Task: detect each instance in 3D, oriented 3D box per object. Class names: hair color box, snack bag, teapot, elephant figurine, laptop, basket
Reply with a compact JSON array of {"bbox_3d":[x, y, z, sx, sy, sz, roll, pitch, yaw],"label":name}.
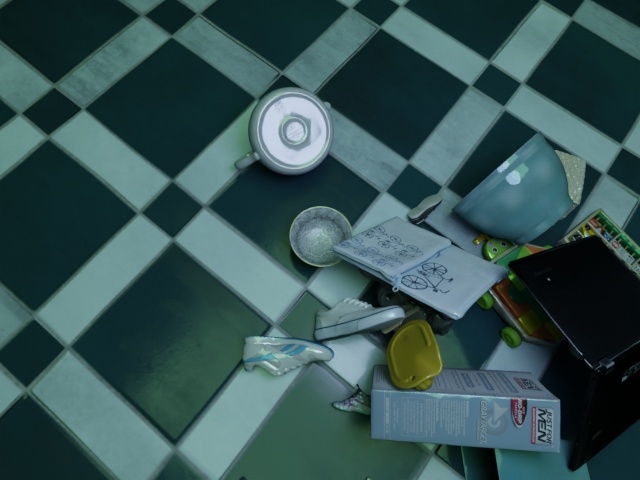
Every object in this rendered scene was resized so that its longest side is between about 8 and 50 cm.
[{"bbox_3d":[0.303,0.365,0.969,0.373,0.185,0.114,0,91,9],"label":"hair color box"},{"bbox_3d":[0.250,0.048,1.051,0.342,0.037,0.322,29,32,31],"label":"snack bag"},{"bbox_3d":[-0.096,-0.302,1.232,0.255,0.187,0.253,9,97,-18],"label":"teapot"},{"bbox_3d":[0.216,0.149,1.094,0.239,0.169,0.186,-1,80,2],"label":"elephant figurine"},{"bbox_3d":[0.639,0.240,1.042,0.381,0.236,0.409,-12,112,-30],"label":"laptop"},{"bbox_3d":[0.696,-0.164,1.271,0.113,0.103,0.168,19,71,4],"label":"basket"}]

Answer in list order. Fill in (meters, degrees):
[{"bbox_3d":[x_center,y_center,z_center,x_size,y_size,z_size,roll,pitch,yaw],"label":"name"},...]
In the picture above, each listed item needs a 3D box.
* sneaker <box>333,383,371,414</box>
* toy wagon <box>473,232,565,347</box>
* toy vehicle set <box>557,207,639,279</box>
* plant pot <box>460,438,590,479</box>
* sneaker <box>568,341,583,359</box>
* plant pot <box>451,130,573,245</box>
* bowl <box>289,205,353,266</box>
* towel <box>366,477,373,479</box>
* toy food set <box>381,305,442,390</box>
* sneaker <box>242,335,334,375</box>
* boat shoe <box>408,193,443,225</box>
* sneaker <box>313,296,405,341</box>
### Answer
[{"bbox_3d":[0.082,0.390,1.075,0.098,0.038,0.069,13,69,-9],"label":"sneaker"},{"bbox_3d":[0.552,0.113,1.184,0.267,0.068,0.345,-30,75,-13],"label":"toy wagon"},{"bbox_3d":[0.835,0.055,1.240,0.165,0.035,0.267,-35,77,-15],"label":"toy vehicle set"},{"bbox_3d":[0.473,0.526,0.989,0.233,0.165,0.166,0,71,-9],"label":"plant pot"},{"bbox_3d":[0.718,0.242,1.146,0.057,0.075,0.161,37,72,9],"label":"sneaker"},{"bbox_3d":[0.526,-0.111,1.147,0.293,0.293,0.196,-38,81,-15],"label":"plant pot"},{"bbox_3d":[0.000,0.000,1.180,0.169,0.080,0.170,1,71,-4],"label":"bowl"},{"bbox_3d":[0.130,0.606,1.015,0.083,0.009,0.060,34,73,9],"label":"towel"},{"bbox_3d":[0.215,0.249,0.958,0.071,0.218,0.128,40,110,-19],"label":"toy food set"},{"bbox_3d":[-0.080,0.289,1.078,0.228,0.087,0.093,2,78,4],"label":"sneaker"},{"bbox_3d":[0.307,-0.089,1.254,0.125,0.038,0.046,-37,35,-20],"label":"boat shoe"},{"bbox_3d":[0.081,0.181,1.054,0.257,0.094,0.092,-21,69,33],"label":"sneaker"}]
